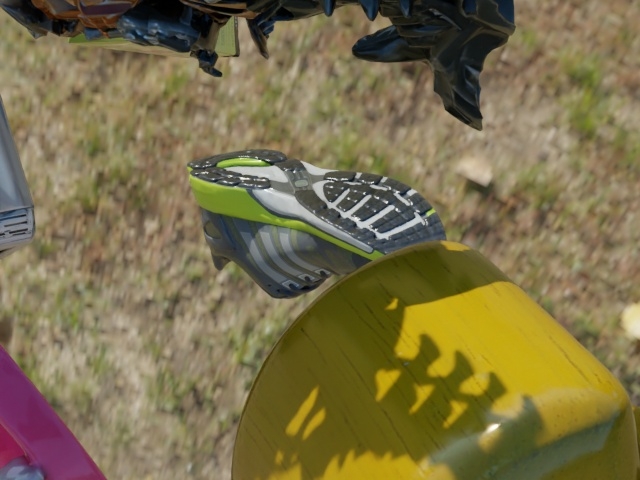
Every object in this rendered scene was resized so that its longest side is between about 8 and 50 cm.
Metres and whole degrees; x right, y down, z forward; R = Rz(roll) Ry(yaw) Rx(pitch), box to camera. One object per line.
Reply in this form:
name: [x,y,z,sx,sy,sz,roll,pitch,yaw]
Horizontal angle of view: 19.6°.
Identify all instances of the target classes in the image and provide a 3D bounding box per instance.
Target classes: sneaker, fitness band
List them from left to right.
fitness band: [-0.176,0.133,1.118,0.054,0.291,0.209,-38,42,-13]
sneaker: [0.000,0.000,1.740,0.111,0.121,0.300,-27,33,-38]

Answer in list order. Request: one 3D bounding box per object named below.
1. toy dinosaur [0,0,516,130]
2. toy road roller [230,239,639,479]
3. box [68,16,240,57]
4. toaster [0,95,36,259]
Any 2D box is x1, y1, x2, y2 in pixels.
toy dinosaur: [-0.042,-0.127,0.643,0.218,0.322,0.164,4,98,-8]
toy road roller: [0.008,0.149,0.656,0.330,0.240,0.202,-20,28,-13]
box: [-0.121,-0.182,1.385,0.058,0.232,0.087,-2,94,14]
toaster: [-0.284,-0.043,1.213,0.227,0.129,0.146,-16,84,-51]
